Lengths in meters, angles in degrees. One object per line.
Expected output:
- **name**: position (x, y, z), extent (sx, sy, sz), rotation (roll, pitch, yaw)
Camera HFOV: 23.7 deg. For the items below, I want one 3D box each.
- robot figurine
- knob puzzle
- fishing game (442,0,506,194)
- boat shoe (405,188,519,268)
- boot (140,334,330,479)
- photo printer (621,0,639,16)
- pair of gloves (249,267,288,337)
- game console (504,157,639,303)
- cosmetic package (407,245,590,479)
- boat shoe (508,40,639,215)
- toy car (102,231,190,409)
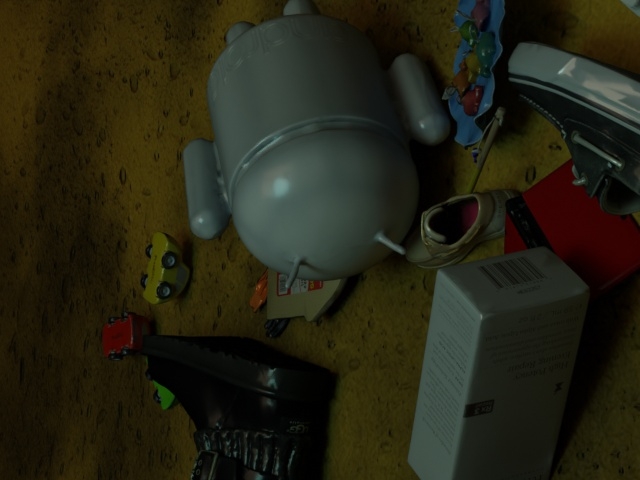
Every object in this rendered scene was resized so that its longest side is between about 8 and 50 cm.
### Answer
- **robot figurine**: position (-0.011, -0.101, 1.634), extent (0.300, 0.200, 0.353), rotation (-25, 50, 11)
- **knob puzzle**: position (0.000, 0.000, 1.777), extent (0.213, 0.030, 0.213), rotation (-17, 70, 56)
- **fishing game**: position (0.144, -0.183, 1.502), extent (0.189, 0.041, 0.264), rotation (109, 164, -61)
- **boat shoe**: position (0.131, -0.016, 1.545), extent (0.170, 0.059, 0.063), rotation (-31, 59, 51)
- **boot**: position (-0.126, 0.253, 1.838), extent (0.348, 0.131, 0.260), rotation (14, 96, 57)
- **photo printer**: position (0.302, -0.369, 1.293), extent (0.256, 0.107, 0.307), rotation (54, 128, 47)
- **pair of gloves**: position (-0.058, 0.074, 1.874), extent (0.074, 0.010, 0.083), rotation (-61, 42, 30)
- **game console**: position (0.236, 0.015, 1.417), extent (0.124, 0.085, 0.144), rotation (84, 166, -49)
- **cosmetic package**: position (0.157, 0.127, 1.372), extent (0.085, 0.117, 0.231), rotation (-129, 35, -48)
- **boat shoe**: position (0.262, -0.078, 1.290), extent (0.335, 0.121, 0.119), rotation (38, 112, 51)
- **toy car**: position (-0.215, 0.136, 2.073), extent (0.239, 0.053, 0.225), rotation (-59, 40, 35)
